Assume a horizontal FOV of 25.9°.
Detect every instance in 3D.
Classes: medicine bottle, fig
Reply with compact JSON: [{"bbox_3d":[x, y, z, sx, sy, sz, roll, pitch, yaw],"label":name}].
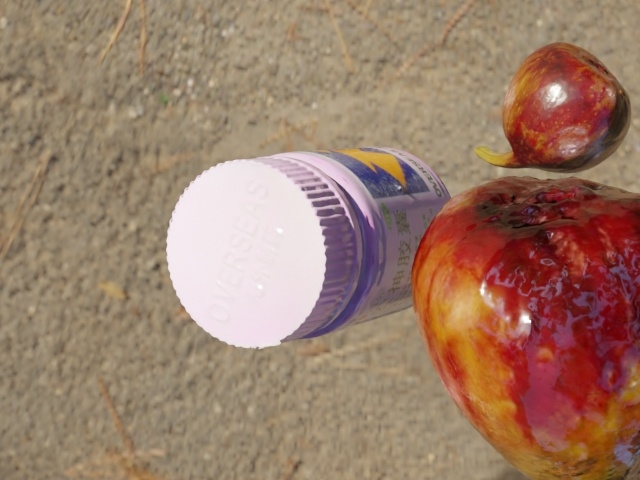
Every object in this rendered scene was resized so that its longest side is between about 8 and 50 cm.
[{"bbox_3d":[0.000,0.000,1.341,0.178,0.291,0.178,3,95,28],"label":"medicine bottle"},{"bbox_3d":[0.191,0.067,1.064,0.224,0.224,0.263,-31,81,20],"label":"fig"},{"bbox_3d":[0.301,-0.149,1.824,0.175,0.175,0.207,35,107,-18],"label":"fig"}]
